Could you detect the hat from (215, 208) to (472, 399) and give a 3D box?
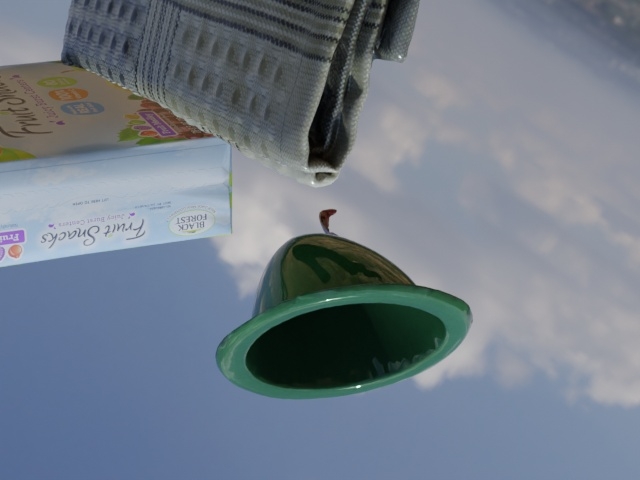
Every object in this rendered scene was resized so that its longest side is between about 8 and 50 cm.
[{"bbox_3d":[0.000,0.000,1.158,0.173,0.208,0.183,8,-121,-29],"label":"hat"}]

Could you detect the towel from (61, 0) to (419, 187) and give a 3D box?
[{"bbox_3d":[-0.020,-0.201,0.801,0.056,0.312,0.324,12,-171,-30],"label":"towel"}]

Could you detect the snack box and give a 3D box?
[{"bbox_3d":[-0.169,-0.053,1.002,0.174,0.070,0.207,-8,-159,-21],"label":"snack box"}]
